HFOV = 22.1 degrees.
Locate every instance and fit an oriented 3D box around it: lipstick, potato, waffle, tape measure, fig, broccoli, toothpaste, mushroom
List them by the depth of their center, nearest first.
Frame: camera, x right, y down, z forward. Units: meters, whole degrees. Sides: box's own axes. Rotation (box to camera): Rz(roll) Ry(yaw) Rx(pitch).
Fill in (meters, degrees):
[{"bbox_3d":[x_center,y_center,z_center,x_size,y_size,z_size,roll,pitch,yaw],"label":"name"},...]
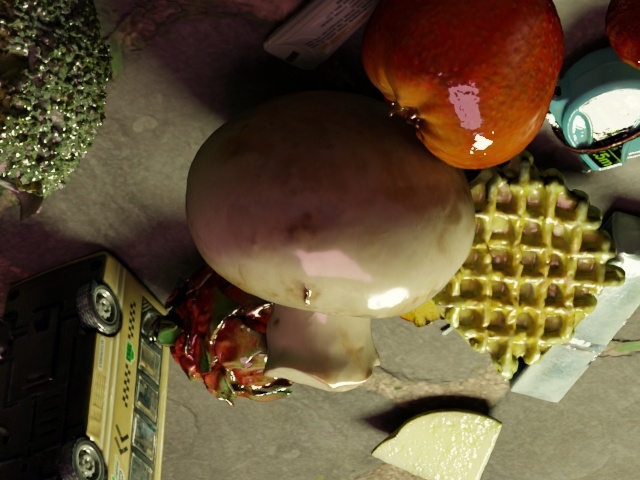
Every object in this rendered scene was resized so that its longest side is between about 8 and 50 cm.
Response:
[{"bbox_3d":[0.345,-0.221,1.559,0.119,0.153,0.119,19,122,33],"label":"fig"},{"bbox_3d":[-0.379,-0.180,1.567,0.361,0.221,0.252,13,175,-13],"label":"broccoli"},{"bbox_3d":[0.040,-0.241,1.575,0.067,0.037,0.255,22,140,-30],"label":"toothpaste"},{"bbox_3d":[0.000,0.000,1.654,0.297,0.297,0.290,8,114,-8],"label":"mushroom"},{"bbox_3d":[0.301,-0.136,1.658,0.146,0.081,0.125,-21,139,25],"label":"tape measure"},{"bbox_3d":[0.212,0.019,1.772,0.204,0.054,0.223,-42,108,5],"label":"waffle"},{"bbox_3d":[0.312,0.080,1.923,0.076,0.077,0.290,17,137,-14],"label":"lipstick"},{"bbox_3d":[0.159,0.253,2.168,0.149,0.081,0.120,23,108,0],"label":"potato"}]

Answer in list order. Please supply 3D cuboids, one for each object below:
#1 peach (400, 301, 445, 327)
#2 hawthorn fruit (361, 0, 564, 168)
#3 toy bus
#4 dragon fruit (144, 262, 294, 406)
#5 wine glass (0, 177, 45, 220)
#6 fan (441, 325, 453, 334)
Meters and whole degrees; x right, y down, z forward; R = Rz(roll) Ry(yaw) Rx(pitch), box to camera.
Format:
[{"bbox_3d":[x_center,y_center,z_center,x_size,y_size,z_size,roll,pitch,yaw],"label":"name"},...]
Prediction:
[{"bbox_3d":[0.139,0.020,1.833,0.151,0.118,0.151,13,125,19],"label":"peach"},{"bbox_3d":[0.154,-0.188,1.530,0.225,0.196,0.196,-46,130,-3],"label":"hawthorn fruit"},{"bbox_3d":[-0.278,0.210,1.884,0.177,0.365,0.202,-19,139,25],"label":"toy bus"},{"bbox_3d":[-0.087,0.105,1.902,0.188,0.182,0.182,36,147,23],"label":"dragon fruit"},{"bbox_3d":[-0.416,-0.101,1.745,0.262,0.074,0.074,26,135,-25],"label":"wine glass"},{"bbox_3d":[0.191,0.082,1.987,0.085,0.005,0.133,25,134,-27],"label":"fan"}]
